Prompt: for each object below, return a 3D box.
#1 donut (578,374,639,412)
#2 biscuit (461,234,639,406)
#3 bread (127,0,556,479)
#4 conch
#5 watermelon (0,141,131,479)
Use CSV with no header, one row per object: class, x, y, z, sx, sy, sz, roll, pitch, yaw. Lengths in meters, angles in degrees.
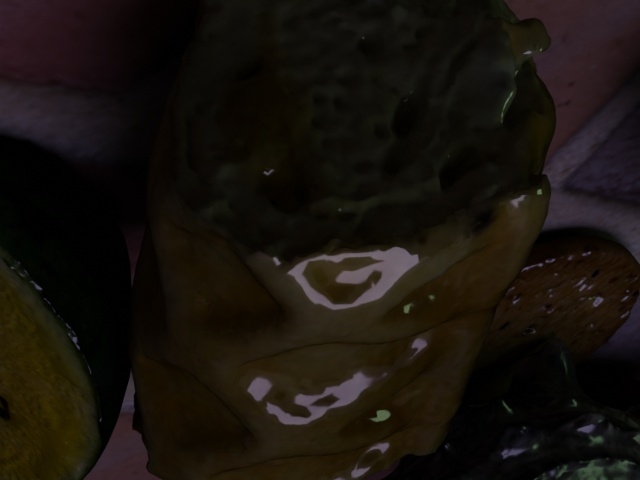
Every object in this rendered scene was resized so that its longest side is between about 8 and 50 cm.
donut,0.223,0.188,1.370,0.184,0.073,0.166,-40,119,20
biscuit,0.148,0.058,1.209,0.187,0.027,0.188,-18,146,-12
bread,0.006,-0.002,0.855,0.196,0.239,0.252,11,150,0
conch,0.141,0.197,1.234,0.240,0.186,0.313,-25,148,23
watermelon,-0.168,0.052,0.918,0.129,0.123,0.301,1,142,-2
